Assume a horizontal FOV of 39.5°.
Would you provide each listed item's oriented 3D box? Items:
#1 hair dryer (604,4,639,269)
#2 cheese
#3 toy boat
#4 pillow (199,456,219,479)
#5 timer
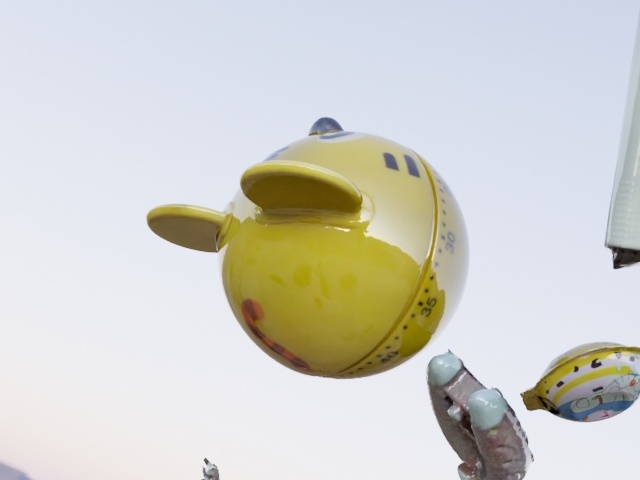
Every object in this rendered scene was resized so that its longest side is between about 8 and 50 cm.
[{"bbox_3d":[0.181,-0.098,0.463,0.073,0.236,0.131,10,7,-7],"label":"hair dryer"},{"bbox_3d":[0.357,0.153,1.034,0.250,0.064,0.156,-21,-39,9],"label":"cheese"},{"bbox_3d":[0.197,0.251,1.167,0.155,0.085,0.227,37,-19,45],"label":"toy boat"},{"bbox_3d":[-0.136,0.251,0.639,0.059,0.169,0.255,-10,-12,22],"label":"pillow"},{"bbox_3d":[0.000,0.000,1.178,0.387,0.376,0.376,26,-21,-30],"label":"timer"}]
